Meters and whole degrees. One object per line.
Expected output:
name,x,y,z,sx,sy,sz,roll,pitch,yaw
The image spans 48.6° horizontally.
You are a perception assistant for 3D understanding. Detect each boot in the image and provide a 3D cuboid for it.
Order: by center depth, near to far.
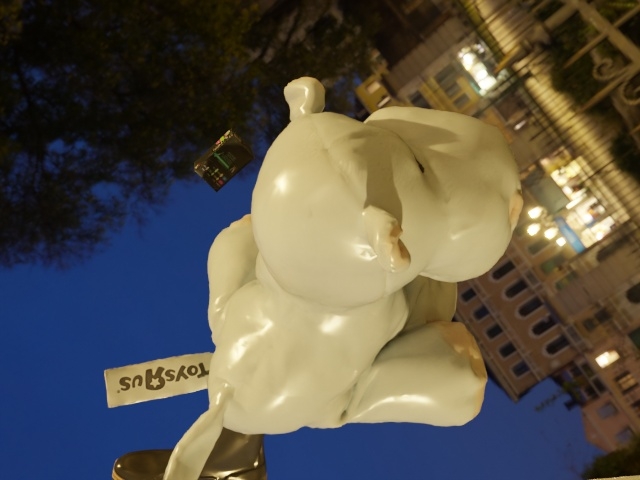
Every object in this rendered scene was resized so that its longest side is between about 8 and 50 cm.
boot,-0.163,0.260,0.905,0.198,0.137,0.077,3,-149,-8

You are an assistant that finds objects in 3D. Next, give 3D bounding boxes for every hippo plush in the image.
hippo plush,0.000,0.000,0.488,0.294,0.236,0.234,-9,-136,-26

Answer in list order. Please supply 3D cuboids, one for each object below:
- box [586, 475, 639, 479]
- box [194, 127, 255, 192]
box,0.396,0.289,0.731,0.244,0.060,0.100,4,-172,-22
box,-0.152,-0.127,1.117,0.052,0.083,0.062,46,-173,-20
